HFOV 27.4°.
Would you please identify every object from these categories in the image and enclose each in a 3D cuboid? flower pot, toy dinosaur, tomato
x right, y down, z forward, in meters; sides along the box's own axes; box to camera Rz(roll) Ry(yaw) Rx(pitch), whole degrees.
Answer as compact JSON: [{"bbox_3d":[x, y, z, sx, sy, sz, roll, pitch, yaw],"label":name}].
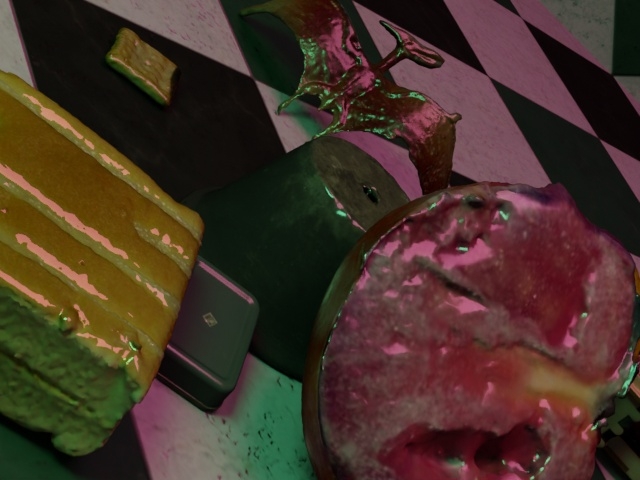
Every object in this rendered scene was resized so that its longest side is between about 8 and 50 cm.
[{"bbox_3d":[0.000,0.000,1.224,0.235,0.148,0.235,36,28,-23],"label":"flower pot"},{"bbox_3d":[0.029,-0.182,1.585,0.327,0.113,0.206,25,65,0],"label":"toy dinosaur"},{"bbox_3d":[0.101,0.097,1.116,0.289,0.335,0.176,24,-11,-27],"label":"tomato"}]

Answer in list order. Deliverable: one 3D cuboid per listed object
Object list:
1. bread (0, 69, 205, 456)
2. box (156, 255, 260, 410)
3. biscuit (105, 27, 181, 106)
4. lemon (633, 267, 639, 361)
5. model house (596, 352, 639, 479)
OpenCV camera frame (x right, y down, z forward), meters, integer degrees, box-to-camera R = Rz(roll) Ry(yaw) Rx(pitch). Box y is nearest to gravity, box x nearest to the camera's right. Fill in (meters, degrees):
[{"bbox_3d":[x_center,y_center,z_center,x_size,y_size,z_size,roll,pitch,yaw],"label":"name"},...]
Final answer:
[{"bbox_3d":[-0.213,0.002,0.932,0.246,0.111,0.239,39,26,-16],"label":"bread"},{"bbox_3d":[-0.098,0.072,1.079,0.091,0.031,0.126,38,36,-15],"label":"box"},{"bbox_3d":[-0.181,-0.179,1.352,0.081,0.018,0.083,38,26,-18],"label":"biscuit"},{"bbox_3d":[0.254,0.075,1.443,0.231,0.192,0.192,10,17,19],"label":"lemon"},{"bbox_3d":[0.439,0.218,1.563,0.244,0.169,0.326,51,25,4],"label":"model house"}]
